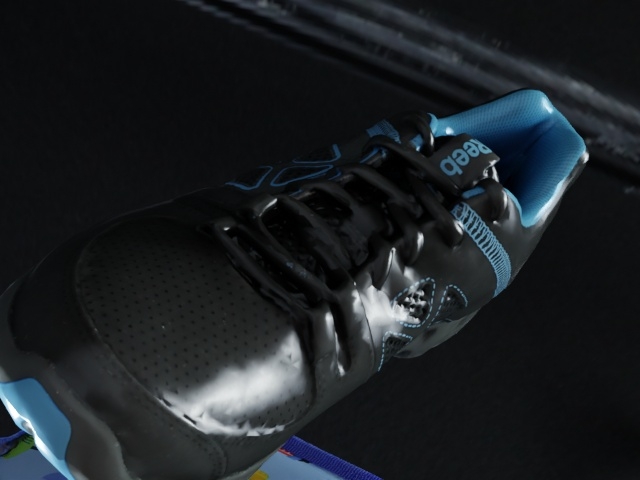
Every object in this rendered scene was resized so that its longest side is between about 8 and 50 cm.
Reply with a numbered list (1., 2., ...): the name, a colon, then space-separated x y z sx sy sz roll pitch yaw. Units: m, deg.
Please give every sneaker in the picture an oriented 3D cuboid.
1. sneaker: 0.000 0.000 0.578 0.125 0.139 0.341 50 -147 9

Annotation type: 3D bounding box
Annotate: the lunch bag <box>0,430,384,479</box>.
1. lunch bag: -0.072 0.173 0.620 0.293 0.138 0.221 33 -141 18
